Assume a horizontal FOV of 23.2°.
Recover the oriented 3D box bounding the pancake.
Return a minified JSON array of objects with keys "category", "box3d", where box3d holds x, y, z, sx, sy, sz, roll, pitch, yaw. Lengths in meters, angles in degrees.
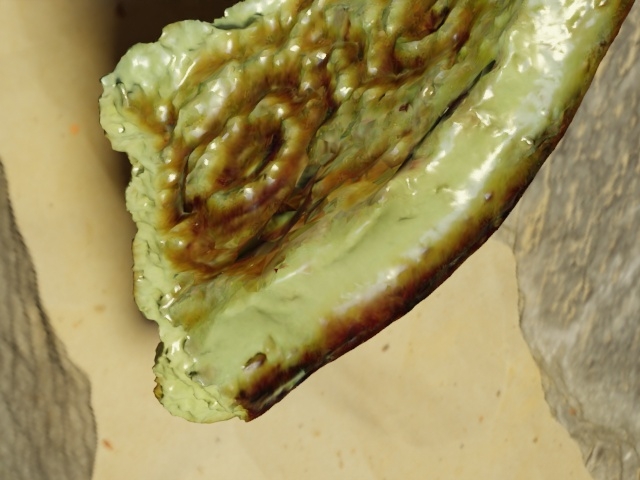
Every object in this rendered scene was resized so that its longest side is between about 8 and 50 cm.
[{"category":"pancake","box3d":[0.060,-0.086,0.791,0.427,0.067,0.305,-42,151,-10]}]
